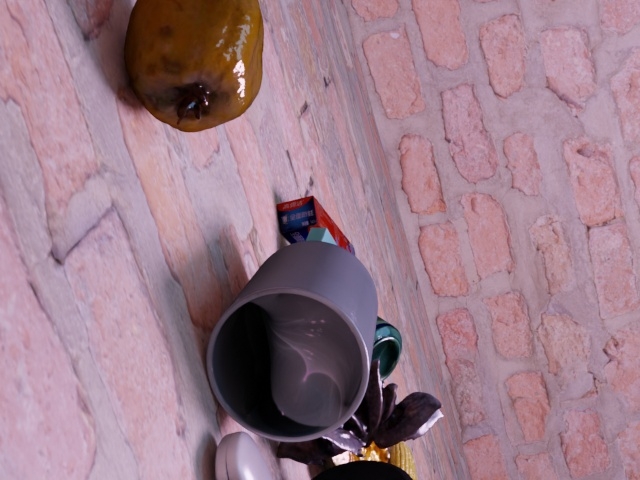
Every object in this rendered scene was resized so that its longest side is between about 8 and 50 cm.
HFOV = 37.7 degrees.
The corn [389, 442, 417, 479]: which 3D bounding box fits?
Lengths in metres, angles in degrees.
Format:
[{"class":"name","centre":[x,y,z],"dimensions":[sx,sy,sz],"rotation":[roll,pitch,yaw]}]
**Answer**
[{"class":"corn","centre":[0.195,0.553,2.225],"dimensions":[0.085,0.063,0.165],"rotation":[43,25,-25]}]

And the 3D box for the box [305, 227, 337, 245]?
[{"class":"box","centre":[0.017,0.109,1.722],"dimensions":[0.229,0.041,0.162],"rotation":[59,43,-41]}]

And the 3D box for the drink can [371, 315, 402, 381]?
[{"class":"drink can","centre":[0.032,0.151,1.536],"dimensions":[0.205,0.118,0.118],"rotation":[32,-25,43]}]

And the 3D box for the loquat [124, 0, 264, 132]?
[{"class":"loquat","centre":[-0.152,-0.233,1.145],"dimensions":[0.187,0.176,0.234],"rotation":[62,29,-51]}]

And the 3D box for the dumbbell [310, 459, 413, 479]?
[{"class":"dumbbell","centre":[0.082,0.508,1.384],"dimensions":[0.204,0.203,0.323],"rotation":[-79,153,-63]}]

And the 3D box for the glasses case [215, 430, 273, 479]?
[{"class":"glasses case","centre":[-0.077,0.345,1.154],"dimensions":[0.092,0.059,0.233],"rotation":[-79,153,-67]}]

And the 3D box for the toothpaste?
[{"class":"toothpaste","centre":[-0.001,0.000,1.856],"dimensions":[0.320,0.076,0.066],"rotation":[51,28,-66]}]

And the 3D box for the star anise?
[{"class":"star anise","centre":[0.065,0.277,1.439],"dimensions":[0.212,0.282,0.129],"rotation":[114,-32,-59]}]

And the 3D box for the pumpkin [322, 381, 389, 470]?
[{"class":"pumpkin","centre":[0.045,0.375,1.634],"dimensions":[0.169,0.148,0.312],"rotation":[-10,77,-40]}]

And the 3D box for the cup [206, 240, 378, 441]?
[{"class":"cup","centre":[-0.023,0.123,1.303],"dimensions":[0.312,0.205,0.206],"rotation":[-61,136,-75]}]
